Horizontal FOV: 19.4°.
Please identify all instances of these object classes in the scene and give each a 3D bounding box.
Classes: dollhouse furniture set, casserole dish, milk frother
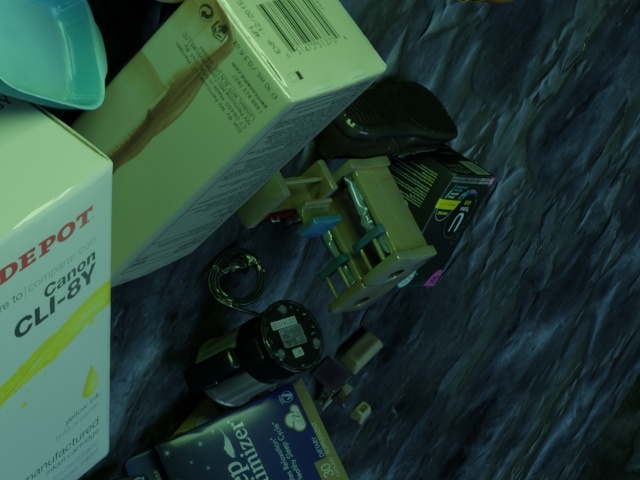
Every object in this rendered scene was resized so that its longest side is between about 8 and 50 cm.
[{"bbox_3d":[0.000,0.000,2.029,0.183,0.129,0.129,-8,155,-46],"label":"dollhouse furniture set"},{"bbox_3d":[-0.233,-0.160,1.476,0.188,0.037,0.114,10,67,-63],"label":"casserole dish"},{"bbox_3d":[0.048,0.185,2.458,0.114,0.091,0.081,-44,169,-30],"label":"dollhouse furniture set"},{"bbox_3d":[-0.090,0.096,2.071,0.129,0.143,0.135,7,155,-38],"label":"milk frother"}]

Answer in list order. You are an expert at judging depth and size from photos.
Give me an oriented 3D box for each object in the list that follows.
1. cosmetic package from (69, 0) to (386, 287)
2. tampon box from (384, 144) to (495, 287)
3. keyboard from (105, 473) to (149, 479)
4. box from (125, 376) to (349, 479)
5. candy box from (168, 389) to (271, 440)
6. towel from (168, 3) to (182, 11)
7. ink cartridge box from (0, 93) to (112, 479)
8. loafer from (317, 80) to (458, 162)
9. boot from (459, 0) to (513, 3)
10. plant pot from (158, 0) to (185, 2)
[{"bbox_3d":[-0.105,-0.098,1.603,0.296,0.129,0.153,-42,171,35],"label":"cosmetic package"},{"bbox_3d":[0.112,-0.035,2.253,0.120,0.101,0.161,-1,123,-60],"label":"tampon box"},{"bbox_3d":[-0.236,0.355,2.081,0.108,0.023,0.180,-6,98,-25],"label":"keyboard"},{"bbox_3d":[-0.095,0.265,2.128,0.225,0.136,0.036,-25,176,-11],"label":"box"},{"bbox_3d":[-0.154,0.320,2.227,0.316,0.087,0.183,-49,154,-12],"label":"candy box"},{"bbox_3d":[-0.032,-0.312,1.684,0.308,0.076,0.227,-52,149,-7],"label":"towel"},{"bbox_3d":[-0.320,0.096,1.546,0.279,0.160,0.385,-38,150,-35],"label":"ink cartridge box"},{"bbox_3d":[0.069,-0.128,2.108,0.220,0.080,0.078,-2,146,-50],"label":"loafer"},{"bbox_3d":[0.230,-0.352,2.110,0.152,0.073,0.197,-17,133,-49],"label":"boot"},{"bbox_3d":[-0.110,-0.316,1.475,0.237,0.109,0.237,-43,153,-28],"label":"plant pot"}]
